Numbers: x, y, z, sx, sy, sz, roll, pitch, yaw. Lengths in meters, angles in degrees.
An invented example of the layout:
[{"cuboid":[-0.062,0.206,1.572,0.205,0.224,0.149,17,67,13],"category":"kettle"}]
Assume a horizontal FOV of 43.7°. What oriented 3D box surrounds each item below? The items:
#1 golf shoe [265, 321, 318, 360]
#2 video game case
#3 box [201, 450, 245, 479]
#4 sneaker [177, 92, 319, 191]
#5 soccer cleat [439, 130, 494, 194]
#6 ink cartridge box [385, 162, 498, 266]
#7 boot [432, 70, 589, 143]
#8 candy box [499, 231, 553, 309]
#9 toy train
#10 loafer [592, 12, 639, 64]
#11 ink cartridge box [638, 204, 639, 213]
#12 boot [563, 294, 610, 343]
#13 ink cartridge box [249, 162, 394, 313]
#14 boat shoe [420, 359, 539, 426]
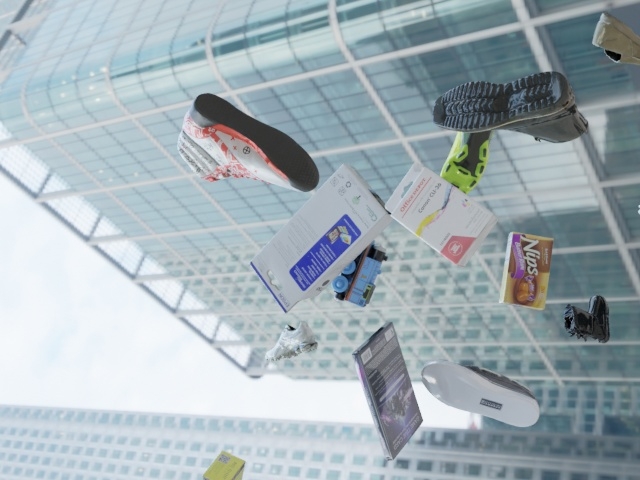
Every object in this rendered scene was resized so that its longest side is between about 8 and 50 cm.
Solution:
[{"cuboid":[-0.081,0.265,2.099,0.069,0.176,0.086,-1,-109,-51],"category":"golf shoe"},{"cuboid":[0.166,0.359,1.926,0.196,0.026,0.274,-31,-74,-56],"category":"video game case"},{"cuboid":[-0.212,0.547,1.633,0.087,0.058,0.232,-47,-27,-56],"category":"box"},{"cuboid":[-0.139,-0.149,1.483,0.270,0.145,0.090,33,-133,-6],"category":"sneaker"},{"cuboid":[0.357,-0.229,1.888,0.121,0.093,0.289,-65,-6,-76],"category":"soccer cleat"},{"cuboid":[0.214,-0.055,1.482,0.115,0.198,0.067,-56,-22,8],"category":"ink cartridge box"},{"cuboid":[0.273,-0.168,1.142,0.137,0.197,0.077,29,-114,-52],"category":"boot"},{"cuboid":[0.529,0.078,2.050,0.053,0.109,0.187,88,-167,-82],"category":"candy box"},{"cuboid":[0.099,0.076,2.001,0.080,0.105,0.184,12,-79,-81],"category":"toy train"},{"cuboid":[0.455,-0.288,1.192,0.148,0.050,0.056,24,-153,-31],"category":"loafer"},{"cuboid":[0.883,-0.002,1.614,0.285,0.166,0.395,-28,-105,-38],"category":"ink cartridge box"},{"cuboid":[0.558,0.157,1.684,0.099,0.045,0.121,18,-125,-20],"category":"boot"},{"cuboid":[0.000,0.000,1.808,0.165,0.332,0.065,53,-162,23],"category":"ink cartridge box"},{"cuboid":[0.389,0.356,1.954,0.102,0.301,0.108,-69,-3,-65],"category":"boat shoe"}]
